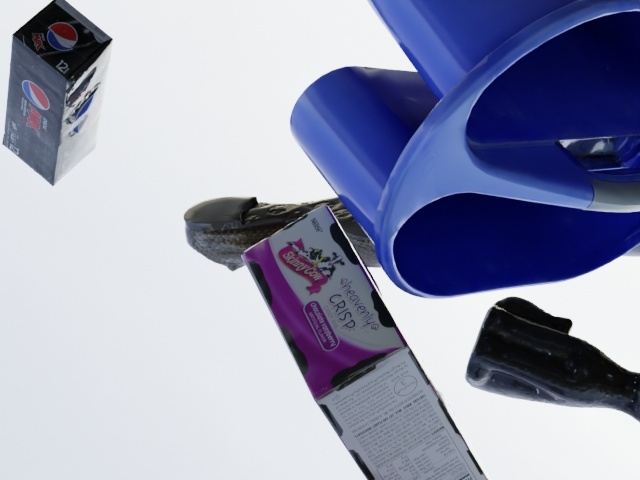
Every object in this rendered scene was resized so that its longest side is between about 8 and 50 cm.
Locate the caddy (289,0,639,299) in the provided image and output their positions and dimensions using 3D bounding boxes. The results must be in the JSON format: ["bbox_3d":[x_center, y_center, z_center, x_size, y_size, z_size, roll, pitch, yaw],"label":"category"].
[{"bbox_3d":[0.151,-0.081,1.194,0.341,0.241,0.179,-7,-133,-44],"label":"caddy"}]

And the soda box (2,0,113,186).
[{"bbox_3d":[-0.205,-0.113,1.432,0.060,0.169,0.053,39,-117,9],"label":"soda box"}]

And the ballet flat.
[{"bbox_3d":[0.000,0.000,1.563,0.250,0.058,0.084,1,-154,21],"label":"ballet flat"}]

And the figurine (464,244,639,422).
[{"bbox_3d":[0.249,0.049,1.488,0.209,0.214,0.092,20,171,7],"label":"figurine"}]

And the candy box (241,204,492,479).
[{"bbox_3d":[0.046,0.110,1.228,0.233,0.071,0.159,60,-179,-41],"label":"candy box"}]
